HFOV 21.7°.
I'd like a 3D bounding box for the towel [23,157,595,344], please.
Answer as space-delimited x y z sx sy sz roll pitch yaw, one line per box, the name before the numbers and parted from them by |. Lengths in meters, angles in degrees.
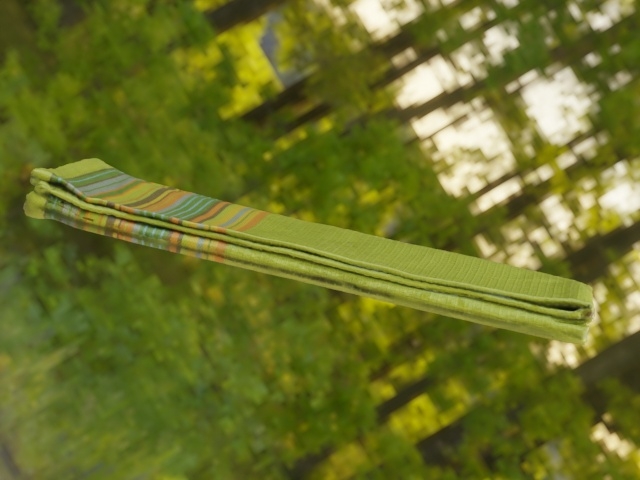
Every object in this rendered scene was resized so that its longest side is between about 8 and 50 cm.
towel | 0.000 0.000 0.716 0.102 0.237 0.021 -46 149 -77
